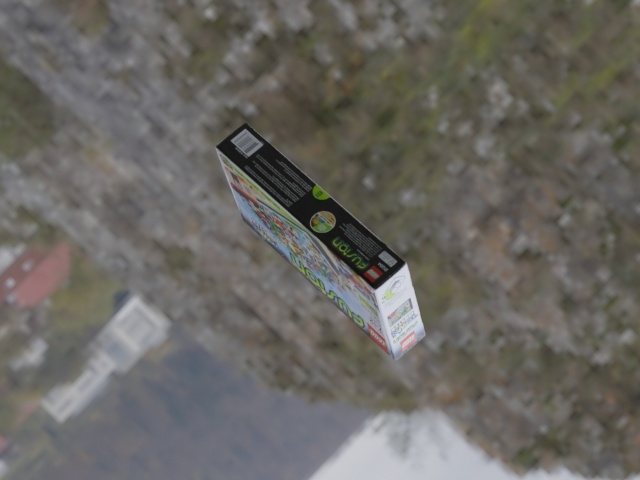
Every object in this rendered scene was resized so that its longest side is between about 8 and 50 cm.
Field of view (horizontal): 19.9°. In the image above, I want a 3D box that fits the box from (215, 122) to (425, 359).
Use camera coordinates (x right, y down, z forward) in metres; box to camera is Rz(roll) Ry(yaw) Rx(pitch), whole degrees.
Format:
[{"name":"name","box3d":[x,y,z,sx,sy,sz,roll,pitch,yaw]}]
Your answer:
[{"name":"box","box3d":[0.000,0.000,1.508,0.036,0.207,0.114,-39,147,-14]}]
